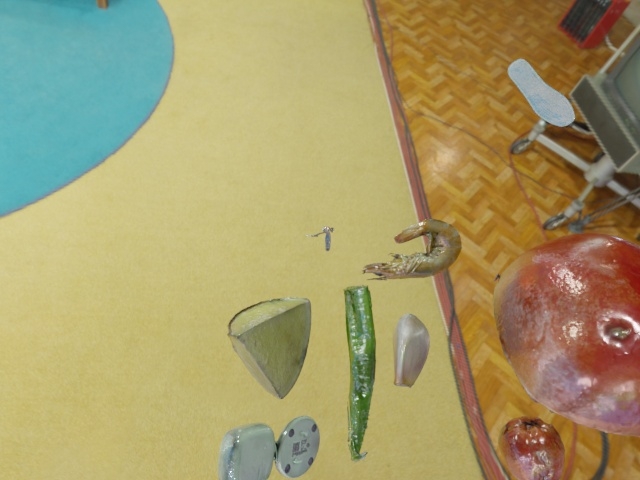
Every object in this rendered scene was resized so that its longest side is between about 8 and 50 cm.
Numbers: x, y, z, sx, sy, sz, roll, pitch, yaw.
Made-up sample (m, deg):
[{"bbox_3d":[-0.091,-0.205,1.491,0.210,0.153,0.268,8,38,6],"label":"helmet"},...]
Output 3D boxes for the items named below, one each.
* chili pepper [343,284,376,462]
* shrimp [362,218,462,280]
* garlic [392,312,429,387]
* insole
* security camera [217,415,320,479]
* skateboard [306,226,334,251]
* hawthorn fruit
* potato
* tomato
[{"bbox_3d":[0.086,0.275,0.951,0.076,0.085,0.359,5,79,-32],"label":"chili pepper"},{"bbox_3d":[0.140,0.018,0.670,0.162,0.095,0.045,-10,41,-10],"label":"shrimp"},{"bbox_3d":[0.353,0.435,1.768,0.143,0.112,0.318,0,96,-23],"label":"garlic"},{"bbox_3d":[0.396,-0.263,0.798,0.152,0.053,0.002,48,40,-3],"label":"insole"},{"bbox_3d":[-0.123,0.532,1.131,0.301,0.080,0.157,11,82,-44],"label":"security camera"},{"bbox_3d":[0.000,0.000,1.080,0.032,0.063,0.083,7,10,31],"label":"skateboard"},{"bbox_3d":[0.587,0.581,1.229,0.173,0.173,0.179,-35,90,-32],"label":"hawthorn fruit"},{"bbox_3d":[-0.146,0.309,1.226,0.112,0.255,0.269,11,20,42],"label":"potato"},{"bbox_3d":[0.427,0.101,0.638,0.338,0.143,0.338,3,42,-3],"label":"tomato"}]
